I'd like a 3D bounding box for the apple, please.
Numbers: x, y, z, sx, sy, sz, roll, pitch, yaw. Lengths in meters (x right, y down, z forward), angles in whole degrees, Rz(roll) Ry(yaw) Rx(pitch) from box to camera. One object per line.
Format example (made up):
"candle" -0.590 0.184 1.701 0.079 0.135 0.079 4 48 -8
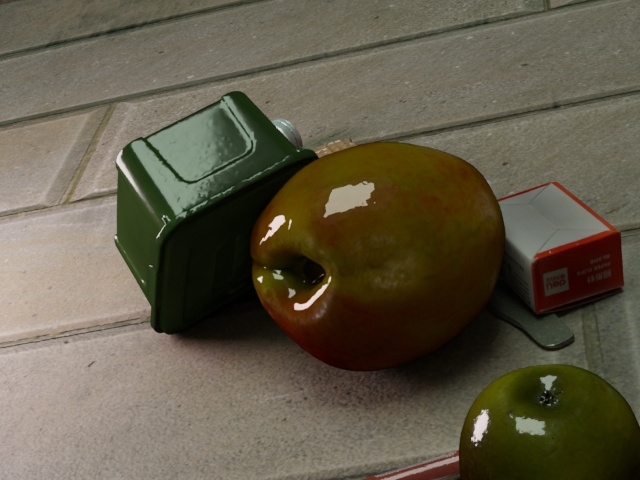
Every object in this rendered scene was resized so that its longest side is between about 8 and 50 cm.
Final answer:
"apple" 0.234 0.216 1.462 0.196 0.157 0.196 -6 33 4

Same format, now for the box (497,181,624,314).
"box" 0.296 0.010 1.856 0.133 0.099 0.182 -17 29 -15

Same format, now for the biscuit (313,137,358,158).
"biscuit" 0.065 -0.070 2.183 0.094 0.054 0.378 -21 28 -10

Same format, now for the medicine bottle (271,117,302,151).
"medicine bottle" -0.129 -0.122 2.371 0.218 0.074 0.074 -38 34 -31

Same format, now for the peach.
"peach" 0.082 0.012 1.790 0.332 0.307 0.308 -24 26 -36

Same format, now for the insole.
"insole" 0.264 0.092 1.823 0.063 0.010 0.192 -24 29 -12

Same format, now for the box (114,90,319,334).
"box" -0.159 -0.039 1.945 0.253 0.328 0.178 -31 69 -23

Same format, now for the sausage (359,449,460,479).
"sausage" 0.117 0.259 1.574 0.253 0.034 0.034 -16 28 -1
